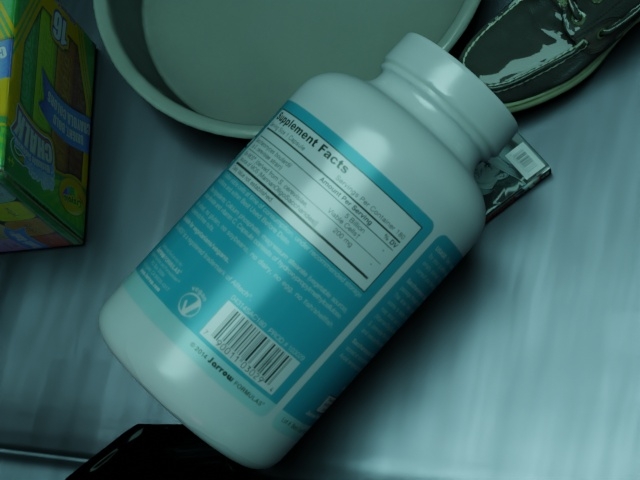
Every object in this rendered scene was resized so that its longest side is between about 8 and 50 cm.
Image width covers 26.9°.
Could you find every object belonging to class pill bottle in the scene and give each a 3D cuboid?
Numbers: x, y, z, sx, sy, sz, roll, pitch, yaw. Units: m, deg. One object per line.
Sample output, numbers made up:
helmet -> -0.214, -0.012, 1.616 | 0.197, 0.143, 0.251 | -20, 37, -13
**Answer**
pill bottle -> 0.000, 0.000, 0.818 | 0.146, 0.146, 0.264 | 42, 89, 24

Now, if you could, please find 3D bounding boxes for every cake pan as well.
cake pan -> -0.018, -0.196, 0.961 | 0.293, 0.054, 0.293 | -5, 68, 12

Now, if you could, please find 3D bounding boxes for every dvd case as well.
dvd case -> 0.082, -0.040, 0.897 | 0.119, 0.013, 0.087 | -39, 65, -1

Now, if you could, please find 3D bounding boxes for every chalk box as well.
chalk box -> -0.244, -0.066, 0.926 | 0.132, 0.132, 0.213 | -6, 69, 12

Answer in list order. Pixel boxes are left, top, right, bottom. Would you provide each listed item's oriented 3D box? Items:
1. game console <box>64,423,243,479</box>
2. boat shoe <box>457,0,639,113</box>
game console -> -0.184, 0.257, 0.778 | 0.361, 0.044, 0.213 | -38, 30, -2
boat shoe -> 0.181, -0.168, 0.885 | 0.224, 0.073, 0.080 | -32, 61, -4
